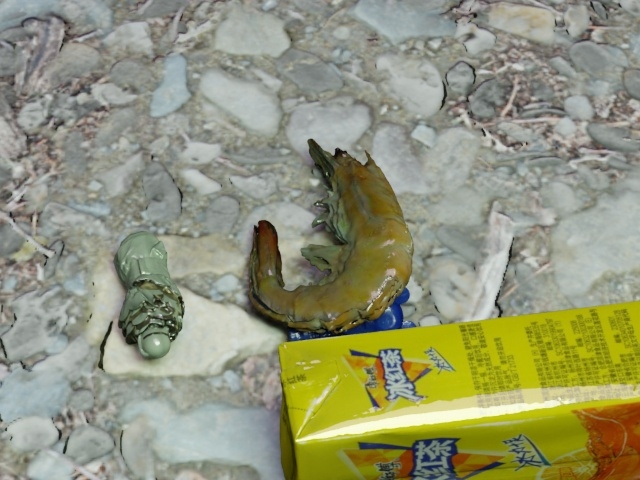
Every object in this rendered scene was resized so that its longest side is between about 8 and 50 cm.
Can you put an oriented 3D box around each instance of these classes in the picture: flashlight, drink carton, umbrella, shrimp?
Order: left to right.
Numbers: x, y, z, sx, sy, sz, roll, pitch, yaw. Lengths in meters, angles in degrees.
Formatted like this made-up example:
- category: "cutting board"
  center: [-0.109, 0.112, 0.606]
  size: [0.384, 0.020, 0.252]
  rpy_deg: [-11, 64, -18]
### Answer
- category: "umbrella"
  center: [-0.164, 0.052, 1.662]
  size: [0.067, 0.062, 0.143]
  rpy_deg: [-26, 50, 15]
- category: "shrimp"
  center: [0.001, 0.001, 1.695]
  size: [0.173, 0.058, 0.253]
  rpy_deg: [-30, 41, 0]
- category: "flashlight"
  center: [0.028, 0.078, 1.661]
  size: [0.121, 0.057, 0.035]
  rpy_deg: [-12, 15, -2]
- category: "drink carton"
  center: [0.141, 0.149, 1.529]
  size: [0.351, 0.154, 0.111]
  rpy_deg: [-6, 52, -6]
